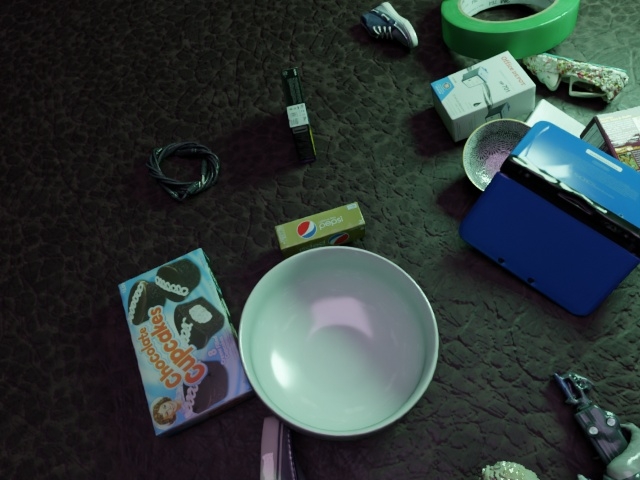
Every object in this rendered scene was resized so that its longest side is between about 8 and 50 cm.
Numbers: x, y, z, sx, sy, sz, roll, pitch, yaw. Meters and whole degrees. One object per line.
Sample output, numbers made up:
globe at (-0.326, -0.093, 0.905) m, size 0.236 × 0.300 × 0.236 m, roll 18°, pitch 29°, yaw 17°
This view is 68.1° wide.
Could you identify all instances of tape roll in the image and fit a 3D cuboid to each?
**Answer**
tape roll at (0.469, -0.574, 1.189) m, size 0.321 × 0.077 × 0.321 m, roll -8°, pitch 50°, yaw 10°

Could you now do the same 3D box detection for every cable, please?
cable at (-0.335, -0.184, 1.144) m, size 0.150 × 0.047 × 0.184 m, roll -43°, pitch 65°, yaw -15°

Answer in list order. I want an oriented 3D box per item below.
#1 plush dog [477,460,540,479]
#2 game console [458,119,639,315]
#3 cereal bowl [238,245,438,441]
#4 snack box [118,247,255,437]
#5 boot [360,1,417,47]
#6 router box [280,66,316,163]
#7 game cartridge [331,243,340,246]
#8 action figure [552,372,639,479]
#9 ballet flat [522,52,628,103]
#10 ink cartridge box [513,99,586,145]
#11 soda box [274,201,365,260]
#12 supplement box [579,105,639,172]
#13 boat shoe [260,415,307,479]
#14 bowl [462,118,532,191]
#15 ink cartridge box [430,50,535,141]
plush dog at (0.268, 0.487, 0.647) m, size 0.262 × 0.210 × 0.225 m, roll 44°, pitch 111°, yaw 23°
game console at (0.471, -0.051, 0.924) m, size 0.293 × 0.173 × 0.250 m, roll 37°, pitch 58°, yaw 15°
cereal bowl at (0.031, 0.185, 0.844) m, size 0.339 × 0.141 × 0.339 m, roll -1°, pitch 57°, yaw 2°
snack box at (-0.267, 0.191, 0.933) m, size 0.187 × 0.060 × 0.322 m, roll -25°, pitch 63°, yaw -5°
boot at (0.181, -0.562, 1.271) m, size 0.086 × 0.069 × 0.190 m, roll -28°, pitch 55°, yaw 0°
router box at (-0.052, -0.293, 1.116) m, size 0.046 × 0.133 × 0.179 m, roll -12°, pitch 62°, yaw 2°
game cartridge at (0.000, 0.000, 1.025) m, size 0.056 × 0.017 × 0.083 m, roll -32°, pitch 63°, yaw -5°
action figure at (0.501, 0.313, 0.695) m, size 0.330 × 0.178 × 0.341 m, roll -40°, pitch 58°, yaw 9°
ballet flat at (0.589, -0.386, 1.118) m, size 0.241 × 0.091 × 0.077 m, roll 23°, pitch 100°, yaw 22°
ink cartridge box at (0.534, -0.214, 1.066) m, size 0.179 × 0.045 × 0.145 m, roll 37°, pitch 71°, yaw 3°
soda box at (0.000, -0.018, 0.989) m, size 0.181 × 0.061 × 0.058 m, roll -17°, pitch 62°, yaw -2°
supplement box at (0.639, -0.173, 0.986) m, size 0.104 × 0.081 × 0.188 m, roll -12°, pitch 69°, yaw 0°
boat shoe at (-0.008, 0.450, 0.744) m, size 0.158 × 0.127 × 0.341 m, roll -5°, pitch 70°, yaw -3°
bowl at (0.389, -0.165, 1.014) m, size 0.170 × 0.080 × 0.170 m, roll -2°, pitch 80°, yaw 11°
ink cartridge box at (0.370, -0.331, 1.089) m, size 0.190 × 0.082 × 0.140 m, roll -22°, pitch 54°, yaw 8°
